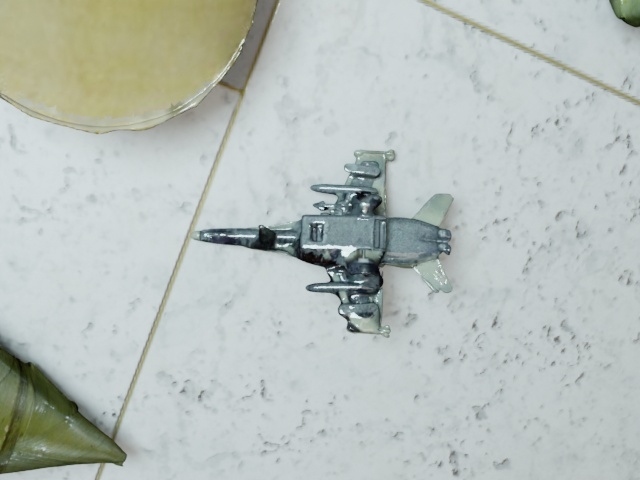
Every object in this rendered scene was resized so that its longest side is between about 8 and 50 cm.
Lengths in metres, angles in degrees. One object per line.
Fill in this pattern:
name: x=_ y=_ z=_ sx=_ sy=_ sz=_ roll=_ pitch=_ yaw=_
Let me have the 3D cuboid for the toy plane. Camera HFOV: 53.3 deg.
toy plane: x=0.001 y=-0.002 z=0.632 sx=0.262 sy=0.088 sz=0.192 roll=3 pitch=78 yaw=-6

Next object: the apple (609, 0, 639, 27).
apple: x=0.341 y=-0.284 z=0.546 sx=0.174 sy=0.188 sz=0.207 roll=28 pitch=97 yaw=-10

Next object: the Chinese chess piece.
Chinese chess piece: x=-0.173 y=-0.213 z=0.496 sx=0.258 sy=0.104 sz=0.257 roll=-14 pitch=126 yaw=-20

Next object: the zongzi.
zongzi: x=-0.374 y=0.213 z=0.627 sx=0.251 sy=0.125 sz=0.274 roll=-41 pitch=113 yaw=4
